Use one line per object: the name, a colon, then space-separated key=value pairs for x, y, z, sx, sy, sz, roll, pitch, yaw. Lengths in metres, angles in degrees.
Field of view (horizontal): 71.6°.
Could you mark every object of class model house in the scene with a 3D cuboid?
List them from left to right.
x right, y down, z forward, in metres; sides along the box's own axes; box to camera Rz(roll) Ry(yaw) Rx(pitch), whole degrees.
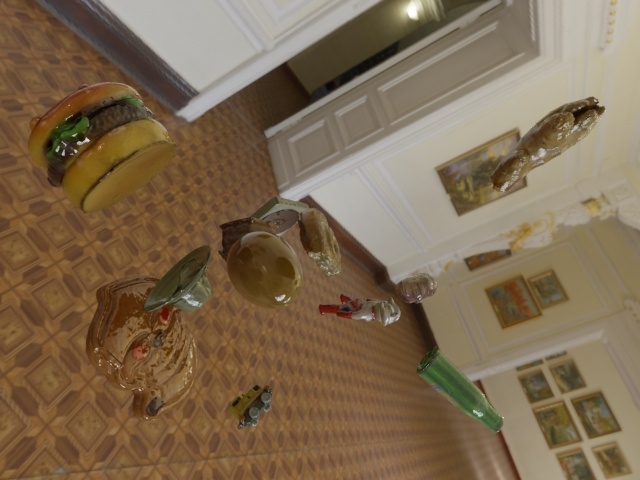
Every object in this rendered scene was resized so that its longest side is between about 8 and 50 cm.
model house: x=-0.307 y=0.028 z=1.915 sx=0.199 sy=0.220 sz=0.229 roll=26 pitch=57 yaw=-48

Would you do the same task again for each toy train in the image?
toy train: x=-0.280 y=0.666 z=1.804 sx=0.219 sy=0.127 sz=0.089 roll=-43 pitch=153 yaw=-42

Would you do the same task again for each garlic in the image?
garlic: x=0.346 y=0.174 z=1.594 sx=0.159 sy=0.147 sz=0.102 roll=-8 pitch=77 yaw=-69

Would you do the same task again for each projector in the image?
projector: x=-0.220 y=-0.113 z=2.164 sx=0.257 sy=0.259 sz=0.079 roll=9 pitch=51 yaw=-54

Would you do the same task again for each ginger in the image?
ginger: x=0.718 y=-0.296 z=1.397 sx=0.166 sy=0.375 sz=0.236 roll=37 pitch=1 yaw=-8

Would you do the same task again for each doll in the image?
doll: x=0.165 y=0.270 z=1.761 sx=0.188 sy=0.384 sz=0.099 roll=-19 pitch=99 yaw=-34

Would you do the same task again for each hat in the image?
hat: x=-0.360 y=0.136 z=1.230 sx=0.110 sy=0.252 sz=0.252 roll=50 pitch=22 yaw=-24

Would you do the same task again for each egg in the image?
egg: x=-0.197 y=0.109 z=1.595 sx=0.322 sy=0.250 sz=0.250 roll=47 pitch=6 yaw=33

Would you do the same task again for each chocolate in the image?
chocolate: x=0.433 y=0.466 z=1.360 sx=0.291 sy=0.110 sz=0.110 roll=42 pitch=15 yaw=8

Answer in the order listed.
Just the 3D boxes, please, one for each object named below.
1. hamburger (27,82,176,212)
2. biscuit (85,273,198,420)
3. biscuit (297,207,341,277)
hamburger: x=-0.669 y=-0.295 z=1.367 sx=0.277 sy=0.396 sz=0.396 roll=52 pitch=19 yaw=-6
biscuit: x=-0.527 y=0.310 z=1.368 sx=0.455 sy=0.078 sz=0.350 roll=64 pitch=23 yaw=-24
biscuit: x=0.001 y=0.000 z=1.415 sx=0.274 sy=0.091 sz=0.213 roll=45 pitch=27 yaw=-69
